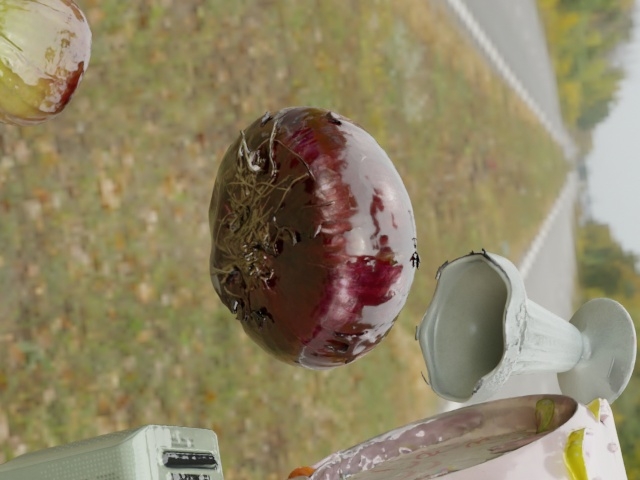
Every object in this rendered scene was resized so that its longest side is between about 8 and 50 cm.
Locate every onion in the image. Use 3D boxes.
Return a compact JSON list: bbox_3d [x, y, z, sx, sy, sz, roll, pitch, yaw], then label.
[{"bbox_3d":[0.000,0.000,1.828,0.314,0.232,0.314,5,-84,57],"label":"onion"}]

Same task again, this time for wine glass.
[{"bbox_3d":[0.225,0.107,1.683,0.165,0.196,0.165,-37,-134,51],"label":"wine glass"}]

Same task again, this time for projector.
[{"bbox_3d":[-0.202,0.266,1.351,0.163,0.242,0.177,18,58,-62],"label":"projector"}]

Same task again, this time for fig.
[{"bbox_3d":[-0.340,-0.197,1.552,0.230,0.143,0.160,4,50,-39],"label":"fig"}]

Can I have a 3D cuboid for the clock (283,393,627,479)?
[{"bbox_3d":[0.104,0.309,1.455,0.368,0.376,0.251,-29,104,-70],"label":"clock"}]
